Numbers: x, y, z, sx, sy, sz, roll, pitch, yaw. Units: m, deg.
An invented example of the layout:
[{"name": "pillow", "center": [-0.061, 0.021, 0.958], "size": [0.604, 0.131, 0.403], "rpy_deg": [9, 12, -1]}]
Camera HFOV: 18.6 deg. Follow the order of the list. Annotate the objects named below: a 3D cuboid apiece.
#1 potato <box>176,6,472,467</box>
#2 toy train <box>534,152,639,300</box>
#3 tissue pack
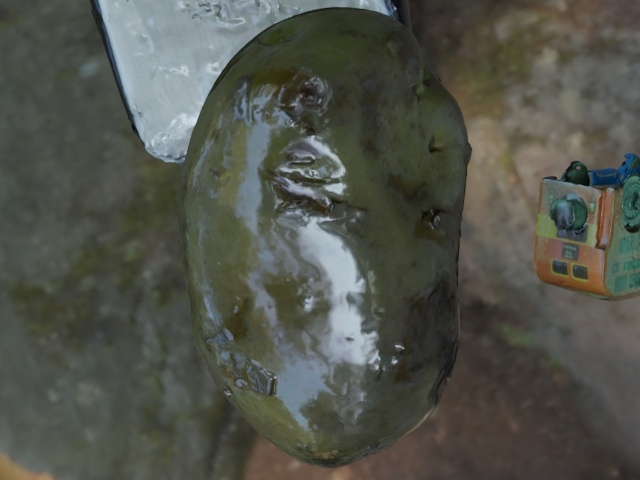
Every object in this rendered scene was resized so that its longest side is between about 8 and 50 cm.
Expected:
[{"name": "potato", "center": [0.000, 0.000, 1.095], "size": [0.165, 0.165, 0.262], "rpy_deg": [22, 111, 51]}, {"name": "toy train", "center": [0.232, -0.012, 1.503], "size": [0.072, 0.188, 0.099], "rpy_deg": [17, 107, 38]}, {"name": "tissue pack", "center": [-0.067, -0.291, 1.635], "size": [0.416, 0.253, 0.264], "rpy_deg": [-98, -8, -54]}]
